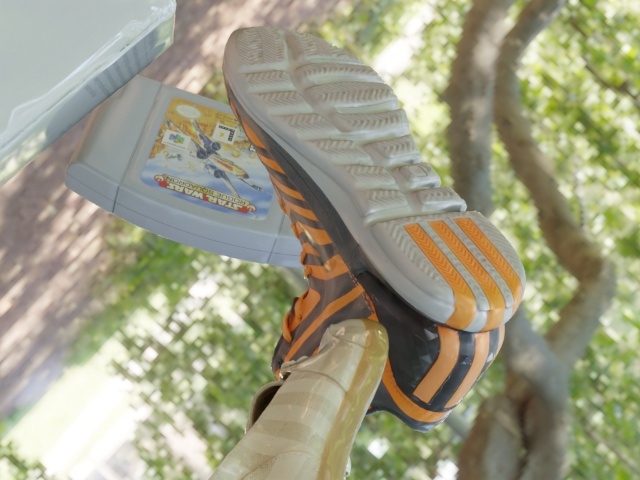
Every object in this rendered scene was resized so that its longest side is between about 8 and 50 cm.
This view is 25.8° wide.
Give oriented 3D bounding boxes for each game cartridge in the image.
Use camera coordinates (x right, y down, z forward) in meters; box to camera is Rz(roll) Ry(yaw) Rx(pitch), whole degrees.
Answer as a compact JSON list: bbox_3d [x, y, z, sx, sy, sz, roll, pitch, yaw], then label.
[{"bbox_3d":[-0.119,-0.074,1.545,0.198,0.297,0.062,-78,-172,-51],"label":"game cartridge"}]

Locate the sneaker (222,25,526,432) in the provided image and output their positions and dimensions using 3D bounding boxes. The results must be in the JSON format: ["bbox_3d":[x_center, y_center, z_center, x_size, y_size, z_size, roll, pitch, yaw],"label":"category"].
[{"bbox_3d":[0.000,0.000,0.954,0.125,0.321,0.180,-3,134,-31],"label":"sneaker"}]

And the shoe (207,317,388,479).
[{"bbox_3d":[-0.011,0.089,0.688,0.219,0.058,0.076,-63,178,-67],"label":"shoe"}]

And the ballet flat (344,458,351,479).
[{"bbox_3d":[-0.004,0.175,1.013,0.168,0.052,0.057,86,8,-53],"label":"ballet flat"}]

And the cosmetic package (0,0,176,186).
[{"bbox_3d":[-0.209,-0.104,0.805,0.225,0.138,0.224,-39,-173,-4],"label":"cosmetic package"}]
